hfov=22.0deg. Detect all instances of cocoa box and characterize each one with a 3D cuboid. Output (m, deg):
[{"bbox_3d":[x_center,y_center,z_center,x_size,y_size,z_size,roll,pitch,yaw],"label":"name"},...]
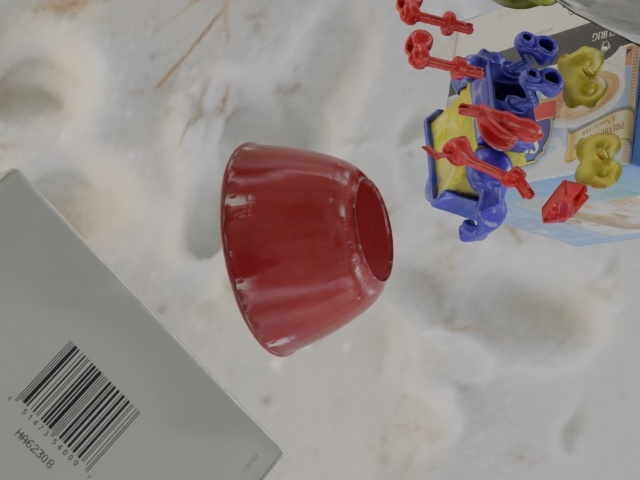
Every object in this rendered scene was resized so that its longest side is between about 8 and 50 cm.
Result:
[{"bbox_3d":[0.320,-0.136,1.799,0.231,0.347,0.227,16,77,-29],"label":"cocoa box"}]

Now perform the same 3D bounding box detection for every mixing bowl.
[{"bbox_3d":[0.000,0.000,1.348,0.098,0.181,0.181,-10,70,20],"label":"mixing bowl"}]

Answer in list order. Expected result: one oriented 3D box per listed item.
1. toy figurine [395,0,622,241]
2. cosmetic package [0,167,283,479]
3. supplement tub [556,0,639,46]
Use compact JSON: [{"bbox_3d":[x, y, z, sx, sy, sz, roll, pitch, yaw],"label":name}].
[{"bbox_3d":[0.125,-0.128,1.516,0.191,0.217,0.362,9,52,-19],"label":"toy figurine"},{"bbox_3d":[-0.179,0.092,0.959,0.224,0.225,0.138,49,65,-16],"label":"cosmetic package"},{"bbox_3d":[0.180,-0.137,0.555,0.316,0.194,0.193,16,64,-45],"label":"supplement tub"}]
